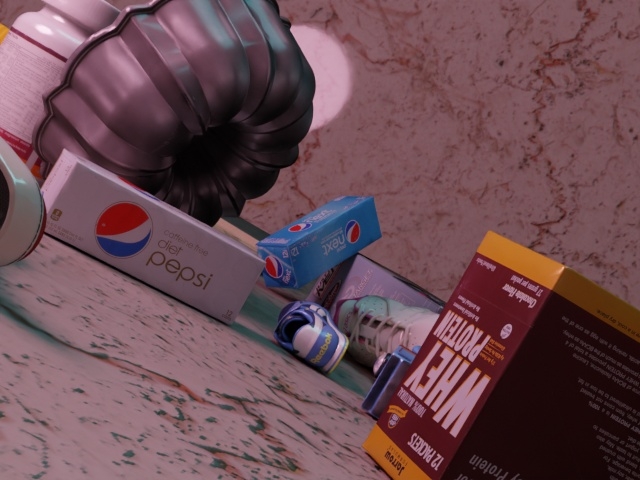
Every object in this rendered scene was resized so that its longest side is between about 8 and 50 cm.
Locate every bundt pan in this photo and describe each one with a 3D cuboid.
[{"bbox_3d":[-0.141,-0.120,1.414,0.124,0.331,0.331,53,12,27],"label":"bundt pan"}]

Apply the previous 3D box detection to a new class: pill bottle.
[{"bbox_3d":[-0.311,-0.179,1.445,0.121,0.221,0.121,30,1,-1],"label":"pill bottle"}]

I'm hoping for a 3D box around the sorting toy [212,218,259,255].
[{"bbox_3d":[-0.172,-0.007,2.061,0.193,0.038,0.208,31,6,24],"label":"sorting toy"}]

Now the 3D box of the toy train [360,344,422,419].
[{"bbox_3d":[0.127,0.167,1.216,0.184,0.080,0.105,32,11,7],"label":"toy train"}]

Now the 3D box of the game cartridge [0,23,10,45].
[{"bbox_3d":[-0.523,-0.271,1.897,0.324,0.052,0.285,34,-20,17],"label":"game cartridge"}]

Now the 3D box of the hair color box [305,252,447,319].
[{"bbox_3d":[0.138,0.129,1.888,0.185,0.113,0.374,29,1,-25],"label":"hair color box"}]

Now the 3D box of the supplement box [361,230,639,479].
[{"bbox_3d":[0.173,0.130,0.956,0.191,0.194,0.129,29,2,-21],"label":"supplement box"}]

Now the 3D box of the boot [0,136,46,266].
[{"bbox_3d":[-0.234,-0.036,0.875,0.244,0.088,0.176,27,-2,34],"label":"boot"}]

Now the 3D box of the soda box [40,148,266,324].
[{"bbox_3d":[-0.164,-0.003,1.225,0.216,0.074,0.069,29,2,-26],"label":"soda box"}]

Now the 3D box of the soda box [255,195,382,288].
[{"bbox_3d":[0.000,0.000,1.926,0.067,0.071,0.210,3,23,41],"label":"soda box"}]

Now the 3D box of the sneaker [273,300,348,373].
[{"bbox_3d":[-0.020,0.090,1.338,0.059,0.053,0.144,27,2,-23],"label":"sneaker"}]

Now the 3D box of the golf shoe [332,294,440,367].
[{"bbox_3d":[0.089,0.126,1.532,0.140,0.115,0.306,19,-3,-9],"label":"golf shoe"}]
